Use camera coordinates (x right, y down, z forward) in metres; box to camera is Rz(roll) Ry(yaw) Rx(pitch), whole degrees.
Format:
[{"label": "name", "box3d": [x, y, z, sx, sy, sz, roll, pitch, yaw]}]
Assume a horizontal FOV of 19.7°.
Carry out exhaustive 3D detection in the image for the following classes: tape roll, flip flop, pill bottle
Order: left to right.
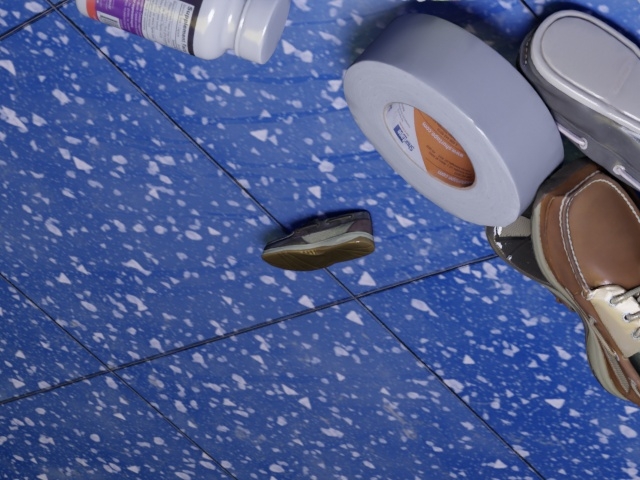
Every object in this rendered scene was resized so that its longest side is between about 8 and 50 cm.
[{"label": "pill bottle", "box3d": [-0.132, -0.241, 1.811, 0.194, 0.108, 0.108, 20, 145, 8]}, {"label": "tape roll", "box3d": [0.126, -0.114, 1.777, 0.219, 0.072, 0.219, 38, 160, 16]}, {"label": "flip flop", "box3d": [0.271, 0.031, 1.922, 0.277, 0.112, 0.080, 34, 180, -24]}]

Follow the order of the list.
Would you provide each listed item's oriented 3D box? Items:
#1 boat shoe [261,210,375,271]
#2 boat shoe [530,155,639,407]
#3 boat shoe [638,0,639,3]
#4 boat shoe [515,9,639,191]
[{"label": "boat shoe", "box3d": [0.000, 0.000, 2.091, 0.152, 0.049, 0.056, -9, 151, 34]}, {"label": "boat shoe", "box3d": [0.310, 0.055, 1.806, 0.120, 0.122, 0.324, 41, 167, 49]}, {"label": "boat shoe", "box3d": [0.353, -0.301, 1.435, 0.119, 0.121, 0.335, 44, 131, -11]}, {"label": "boat shoe", "box3d": [0.326, -0.090, 1.711, 0.335, 0.112, 0.095, 38, 163, 3]}]
